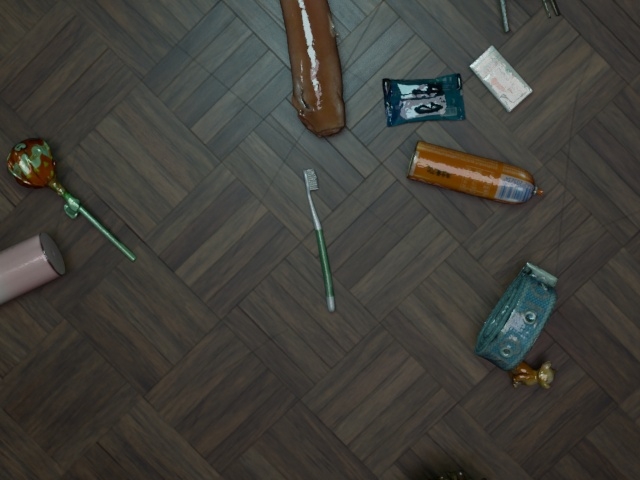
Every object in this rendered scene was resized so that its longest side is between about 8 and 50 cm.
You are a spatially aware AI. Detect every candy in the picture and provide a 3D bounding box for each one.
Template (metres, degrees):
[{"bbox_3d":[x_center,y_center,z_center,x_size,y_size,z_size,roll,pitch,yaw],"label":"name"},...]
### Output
[{"bbox_3d":[-0.429,-0.067,1.941,0.288,0.078,0.084,43,58,-11],"label":"candy"}]

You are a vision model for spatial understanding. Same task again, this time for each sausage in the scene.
[{"bbox_3d":[-0.028,-0.383,1.879,0.094,0.094,0.418,-14,96,-40],"label":"sausage"},{"bbox_3d":[0.269,-0.110,1.899,0.234,0.071,0.071,15,95,2],"label":"sausage"}]

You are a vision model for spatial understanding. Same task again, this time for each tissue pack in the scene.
[{"bbox_3d":[0.311,-0.279,1.906,0.056,0.023,0.108,-41,92,5],"label":"tissue pack"},{"bbox_3d":[0.179,-0.245,1.914,0.138,0.028,0.085,-5,95,6],"label":"tissue pack"}]

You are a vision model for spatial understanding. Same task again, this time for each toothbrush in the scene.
[{"bbox_3d":[0.000,0.000,1.945,0.024,0.018,0.257,-9,94,-3],"label":"toothbrush"}]

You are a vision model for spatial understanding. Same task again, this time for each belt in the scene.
[{"bbox_3d":[0.336,0.141,1.884,0.082,0.147,0.163,30,124,-4],"label":"belt"}]

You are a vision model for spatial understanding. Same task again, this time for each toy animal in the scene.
[{"bbox_3d":[0.372,0.226,1.937,0.083,0.060,0.081,-14,58,3],"label":"toy animal"}]

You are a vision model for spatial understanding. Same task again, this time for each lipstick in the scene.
[{"bbox_3d":[-0.614,0.091,1.942,0.327,0.087,0.087,-25,93,4],"label":"lipstick"}]

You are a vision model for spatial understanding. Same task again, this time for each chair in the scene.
[{"bbox_3d":[0.336,-0.470,1.854,0.104,0.095,0.221,-20,93,-8],"label":"chair"}]

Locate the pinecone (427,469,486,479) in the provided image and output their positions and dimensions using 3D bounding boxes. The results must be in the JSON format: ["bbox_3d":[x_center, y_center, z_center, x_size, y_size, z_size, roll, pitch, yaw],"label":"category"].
[{"bbox_3d":[0.203,0.540,1.883,0.244,0.244,0.309,35,84,-1],"label":"pinecone"}]
